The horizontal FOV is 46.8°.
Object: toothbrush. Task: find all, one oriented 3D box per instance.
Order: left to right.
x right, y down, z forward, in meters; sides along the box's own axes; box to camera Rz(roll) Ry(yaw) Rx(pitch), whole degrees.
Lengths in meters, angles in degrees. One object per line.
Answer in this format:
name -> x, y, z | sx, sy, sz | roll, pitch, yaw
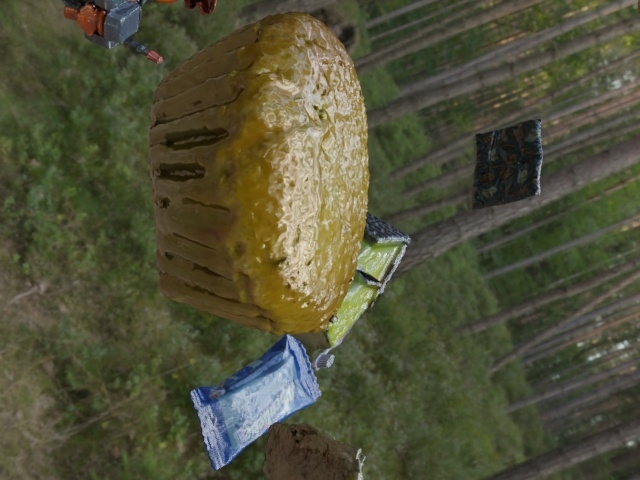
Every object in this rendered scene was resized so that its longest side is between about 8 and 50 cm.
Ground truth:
toothbrush -> 0.041, 0.189, 1.456 | 0.354, 0.029, 0.024 | -34, 120, -73

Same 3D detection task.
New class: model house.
model house -> 0.000, 0.000, 0.950 | 0.194, 0.211, 0.170 | 29, -33, 31

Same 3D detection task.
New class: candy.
candy -> -0.130, 0.329, 1.583 | 0.077, 0.331, 0.187 | -6, -73, 47

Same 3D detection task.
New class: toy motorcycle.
toy motorcycle -> -0.319, -0.471, 1.383 | 0.221, 0.326, 0.148 | 30, -37, 6

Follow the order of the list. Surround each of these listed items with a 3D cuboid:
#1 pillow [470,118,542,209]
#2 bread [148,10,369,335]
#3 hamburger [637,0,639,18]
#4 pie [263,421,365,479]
pillow -> 0.481, -0.198, 1.917 | 0.034, 0.188, 0.256 | 44, 46, -42
bread -> -0.039, -0.049, 0.550 | 0.240, 0.139, 0.240 | 7, 90, -74
hamburger -> 0.577, -0.391, 1.222 | 0.081, 0.126, 0.141 | -16, -89, 56
pie -> -0.008, 0.349, 1.130 | 0.282, 0.068, 0.129 | -7, -104, 64
